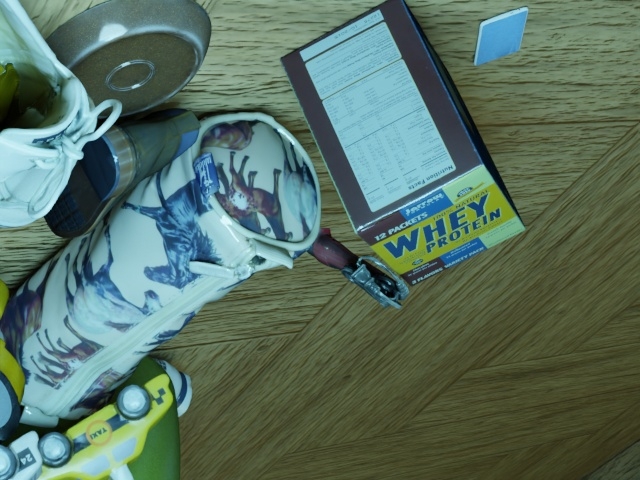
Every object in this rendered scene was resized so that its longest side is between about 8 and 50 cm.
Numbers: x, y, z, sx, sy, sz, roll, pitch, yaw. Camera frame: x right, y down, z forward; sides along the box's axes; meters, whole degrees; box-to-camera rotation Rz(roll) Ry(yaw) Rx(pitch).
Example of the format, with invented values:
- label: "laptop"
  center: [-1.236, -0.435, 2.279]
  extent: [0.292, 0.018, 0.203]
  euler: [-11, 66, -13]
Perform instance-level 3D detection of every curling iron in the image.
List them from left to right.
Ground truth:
- label: "curling iron"
  center: [0.000, 0.000, 1.571]
  extent: [0.035, 0.274, 0.068]
  euler: [-50, 133, -5]

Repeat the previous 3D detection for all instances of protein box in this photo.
- label: "protein box"
  center: [0.085, -0.093, 1.480]
  extent: [0.136, 0.201, 0.200]
  euler: [-27, 157, 10]

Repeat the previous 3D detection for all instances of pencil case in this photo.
- label: "pencil case"
  center: [-0.182, 0.041, 1.546]
  extent: [0.160, 0.183, 0.410]
  euler: [33, 128, -26]

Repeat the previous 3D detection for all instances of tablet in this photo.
- label: "tablet"
  center: [0.188, -0.213, 1.565]
  extent: [0.054, 0.006, 0.083]
  euler: [-20, 158, -9]

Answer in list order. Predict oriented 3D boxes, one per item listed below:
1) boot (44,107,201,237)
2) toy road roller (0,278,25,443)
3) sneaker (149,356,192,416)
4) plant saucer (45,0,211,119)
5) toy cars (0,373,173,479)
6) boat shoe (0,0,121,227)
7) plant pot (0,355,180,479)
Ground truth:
- label: "boot"
  center: [-0.195, -0.064, 1.430]
  extent: [0.106, 0.082, 0.219]
  euler: [-24, 179, -32]
- label: "toy road roller"
  center: [-0.447, 0.101, 1.479]
  extent: [0.329, 0.241, 0.202]
  euler: [39, 122, -23]
- label: "sneaker"
  center: [-0.288, 0.226, 2.000]
  extent: [0.235, 0.090, 0.095]
  euler: [-34, 142, 14]
- label: "plant saucer"
  center: [-0.172, -0.156, 1.328]
  extent: [0.168, 0.029, 0.168]
  euler: [-20, 157, -9]
- label: "toy cars"
  center: [-0.277, 0.241, 1.476]
  extent: [0.176, 0.087, 0.393]
  euler: [-38, 171, 31]
- label: "boat shoe"
  center: [-0.236, -0.101, 1.192]
  extent: [0.367, 0.156, 0.136]
  euler: [81, 33, -62]
- label: "plant pot"
  center: [-0.277, 0.270, 1.798]
  extent: [0.274, 0.293, 0.275]
  euler: [7, 128, 9]
